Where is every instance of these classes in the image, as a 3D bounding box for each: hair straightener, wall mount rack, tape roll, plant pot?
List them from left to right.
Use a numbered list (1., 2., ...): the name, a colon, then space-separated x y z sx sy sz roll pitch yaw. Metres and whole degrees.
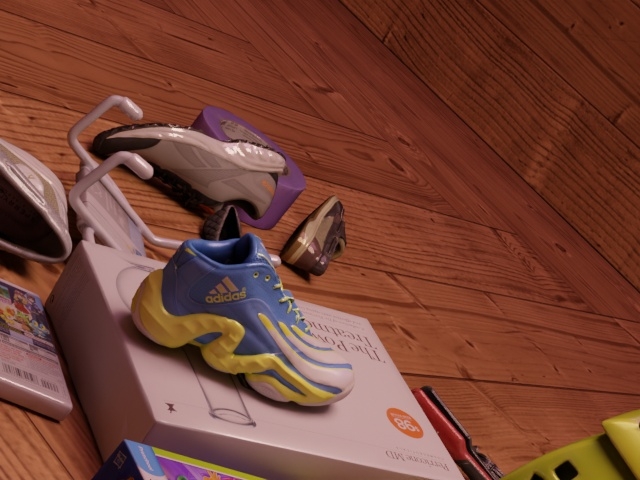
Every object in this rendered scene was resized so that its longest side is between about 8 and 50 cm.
1. wall mount rack: -0.168 -0.005 1.833 0.304 0.130 0.350 51 7 -24
2. tape roll: -0.118 -0.106 2.318 0.189 0.080 0.189 35 17 -13
3. hair straightener: 0.201 0.275 2.041 0.230 0.047 0.089 44 17 15
4. plant pot: 0.369 0.328 1.917 0.227 0.207 0.228 57 22 17

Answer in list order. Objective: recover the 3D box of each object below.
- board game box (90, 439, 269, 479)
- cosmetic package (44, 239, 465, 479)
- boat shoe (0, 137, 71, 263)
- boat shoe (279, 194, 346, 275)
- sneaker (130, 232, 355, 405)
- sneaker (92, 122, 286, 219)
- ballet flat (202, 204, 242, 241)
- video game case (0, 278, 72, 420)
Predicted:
1. board game box: -0.038 0.331 1.308 0.233 0.078 0.347 24 22 -43
2. cosmetic package: -0.066 0.156 1.608 0.377 0.097 0.284 17 28 -34
3. boat shoe: -0.384 -0.078 1.599 0.320 0.118 0.103 37 10 -32
4. boat shoe: 0.001 -0.001 2.308 0.073 0.080 0.223 44 21 -3
5. sneaker: -0.052 0.071 1.505 0.240 0.126 0.091 21 25 -24
6. sneaker: -0.175 -0.095 2.129 0.271 0.108 0.100 13 -4 -25
7. ballet flat: -0.117 0.009 2.060 0.057 0.049 0.173 28 19 -31
8. video game case: -0.332 0.073 1.465 0.201 0.023 0.183 27 20 -34
